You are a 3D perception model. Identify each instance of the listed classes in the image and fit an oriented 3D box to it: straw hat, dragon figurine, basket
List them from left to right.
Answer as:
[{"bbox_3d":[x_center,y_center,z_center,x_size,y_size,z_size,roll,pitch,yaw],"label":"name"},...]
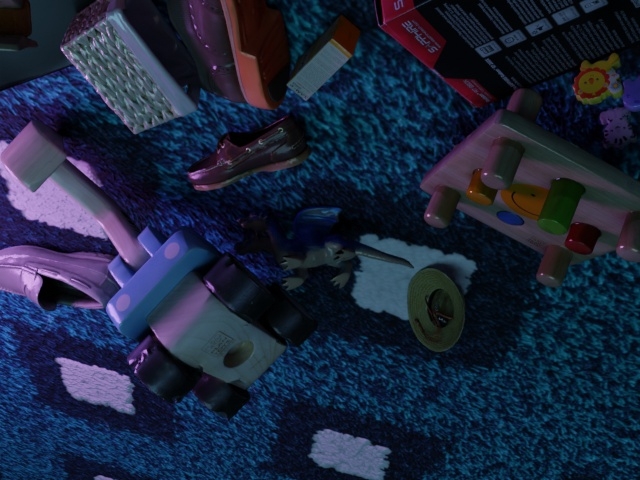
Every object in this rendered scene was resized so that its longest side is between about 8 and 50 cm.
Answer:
[{"bbox_3d":[-0.247,-0.239,0.941,0.103,0.113,0.167,-24,129,16],"label":"basket"},{"bbox_3d":[0.000,0.000,1.148,0.289,0.144,0.085,-7,133,-2],"label":"dragon figurine"},{"bbox_3d":[0.214,0.113,1.210,0.061,0.144,0.144,-9,151,-35],"label":"straw hat"}]

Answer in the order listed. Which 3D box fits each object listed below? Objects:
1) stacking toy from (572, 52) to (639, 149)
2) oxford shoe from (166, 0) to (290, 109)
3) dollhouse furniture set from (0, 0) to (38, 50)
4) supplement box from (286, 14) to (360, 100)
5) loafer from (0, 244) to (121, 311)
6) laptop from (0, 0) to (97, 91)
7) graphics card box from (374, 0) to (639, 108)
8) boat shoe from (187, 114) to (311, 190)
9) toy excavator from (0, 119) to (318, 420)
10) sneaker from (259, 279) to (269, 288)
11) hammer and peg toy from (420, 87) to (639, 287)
[{"bbox_3d":[0.412,-0.172,0.800,0.221,0.052,0.167,-11,162,27],"label":"stacking toy"},{"bbox_3d":[-0.136,-0.312,0.843,0.132,0.130,0.364,9,137,19],"label":"oxford shoe"},{"bbox_3d":[-0.334,-0.348,0.795,0.259,0.135,0.262,0,105,-8],"label":"dollhouse furniture set"},{"bbox_3d":[0.003,-0.236,0.919,0.036,0.062,0.098,35,134,-20],"label":"supplement box"},{"bbox_3d":[-0.536,0.080,1.391,0.319,0.111,0.112,0,135,18],"label":"loafer"},{"bbox_3d":[-0.512,-0.408,0.946,0.408,0.236,0.382,24,146,38],"label":"laptop"},{"bbox_3d":[0.267,-0.273,0.703,0.370,0.094,0.232,-18,156,34],"label":"graphics card box"},{"bbox_3d":[-0.117,-0.134,1.063,0.207,0.073,0.073,-16,127,22],"label":"boat shoe"},{"bbox_3d":[-0.279,0.035,1.156,0.445,0.222,0.433,42,180,36],"label":"toy excavator"},{"bbox_3d":[-0.190,0.131,1.353,0.237,0.085,0.086,-31,112,36],"label":"sneaker"},{"bbox_3d":[0.325,-0.027,0.916,0.361,0.127,0.266,27,163,-6],"label":"hammer and peg toy"}]
